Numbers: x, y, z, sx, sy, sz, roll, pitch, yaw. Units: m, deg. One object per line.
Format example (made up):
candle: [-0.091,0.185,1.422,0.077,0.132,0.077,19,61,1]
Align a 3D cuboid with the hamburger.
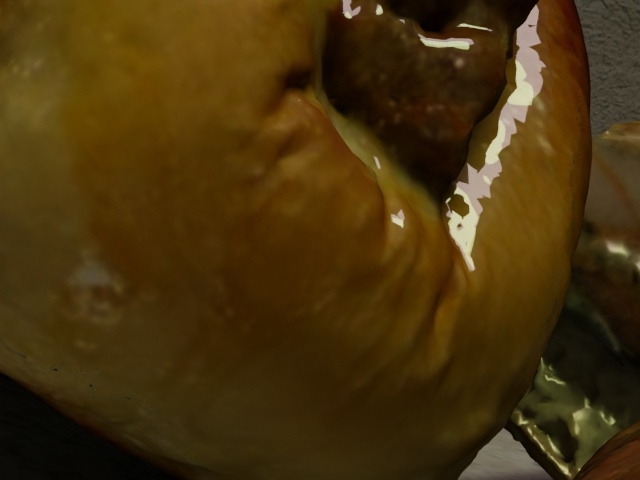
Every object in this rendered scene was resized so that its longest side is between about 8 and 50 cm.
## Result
hamburger: [0.138,0.059,0.636,0.155,0.135,0.207,55,1,22]

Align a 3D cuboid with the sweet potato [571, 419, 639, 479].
sweet potato: [0.099,0.075,0.398,0.097,0.097,0.252,16,9,22]

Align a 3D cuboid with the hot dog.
hot dog: [-0.043,-0.082,0.614,0.185,0.223,0.405,30,4,-25]
